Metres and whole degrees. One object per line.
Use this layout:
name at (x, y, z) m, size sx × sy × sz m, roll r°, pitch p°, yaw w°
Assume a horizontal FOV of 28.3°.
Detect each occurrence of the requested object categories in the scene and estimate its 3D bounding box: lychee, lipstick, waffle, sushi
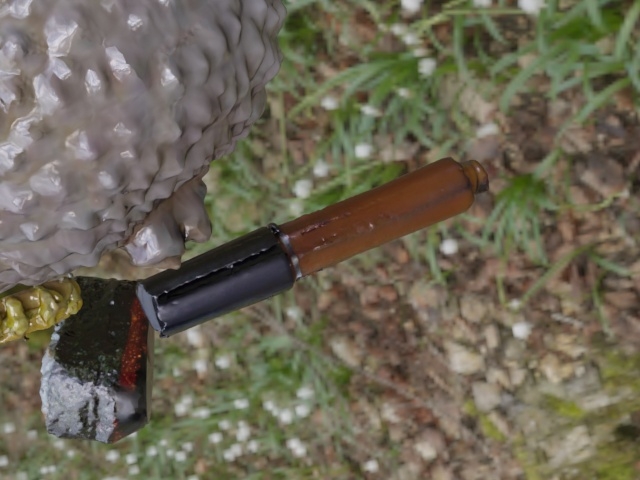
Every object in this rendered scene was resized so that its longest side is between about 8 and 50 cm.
lychee at (-0.222, -0.159, 0.927) m, size 0.432 × 0.380 × 0.380 m, roll 55°, pitch 149°, yaw -9°
lipstick at (0.000, 0.000, 1.403) m, size 0.077 × 0.418 × 0.077 m, roll 56°, pitch 159°, yaw 34°
waffle at (-0.300, 0.078, 1.151) m, size 0.192 × 0.161 × 0.046 m, roll -19°, pitch 92°, yaw 35°
sushi at (-0.273, 0.146, 1.582) m, size 0.225 × 0.126 × 0.136 m, roll -93°, pitch 4°, yaw -48°
